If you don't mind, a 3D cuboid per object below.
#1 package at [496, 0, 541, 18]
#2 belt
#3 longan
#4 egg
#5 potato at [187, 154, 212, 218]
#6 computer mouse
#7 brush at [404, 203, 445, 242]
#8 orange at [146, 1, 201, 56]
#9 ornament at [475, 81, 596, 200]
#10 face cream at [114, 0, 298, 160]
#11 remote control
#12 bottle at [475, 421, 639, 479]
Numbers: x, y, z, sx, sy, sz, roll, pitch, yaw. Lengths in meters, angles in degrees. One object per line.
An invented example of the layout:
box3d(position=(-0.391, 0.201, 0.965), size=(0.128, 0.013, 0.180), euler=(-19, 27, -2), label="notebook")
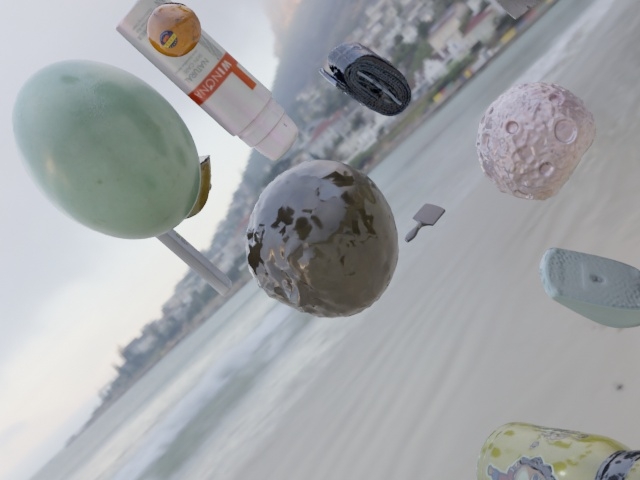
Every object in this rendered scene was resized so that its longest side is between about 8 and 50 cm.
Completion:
box3d(position=(0.384, -0.598, 1.912), size=(0.204, 0.251, 0.062), euler=(-37, 9, -32), label="package")
box3d(position=(0.109, -0.384, 2.150), size=(0.122, 0.218, 0.128), euler=(-52, 40, 12), label="belt")
box3d(position=(0.000, 0.000, 2.224), size=(0.391, 0.391, 0.391), euler=(-43, 1, 1), label="longan")
box3d(position=(-0.374, -0.157, 1.633), size=(0.276, 0.389, 0.276), euler=(-21, 45, 22), label="egg")
box3d(position=(-0.313, -0.103, 2.022), size=(0.202, 0.117, 0.182), euler=(-22, 12, 8), label="potato")
box3d(position=(0.503, 0.092, 1.679), size=(0.079, 0.231, 0.128), euler=(111, 174, -47), label="computer mouse")
box3d(position=(0.264, -0.045, 2.397), size=(0.193, 0.063, 0.016), euler=(-43, -36, -48), label="brush")
box3d(position=(-0.219, -0.316, 1.373), size=(0.083, 0.083, 0.083), euler=(-43, 1, 1), label="orange")
box3d(position=(0.455, -0.217, 1.980), size=(0.259, 0.225, 0.259), euler=(-51, -13, -16), label="ornament")
box3d(position=(-0.176, -0.264, 1.505), size=(0.102, 0.345, 0.102), euler=(-44, 17, 17), label="face cream")
box3d(position=(-0.315, 0.038, 2.231), size=(0.034, 0.250, 0.103), euler=(-46, 14, 4), label="remote control")
box3d(position=(0.409, 0.376, 1.397), size=(0.171, 0.171, 0.351), euler=(-44, 16, -26), label="bottle")
